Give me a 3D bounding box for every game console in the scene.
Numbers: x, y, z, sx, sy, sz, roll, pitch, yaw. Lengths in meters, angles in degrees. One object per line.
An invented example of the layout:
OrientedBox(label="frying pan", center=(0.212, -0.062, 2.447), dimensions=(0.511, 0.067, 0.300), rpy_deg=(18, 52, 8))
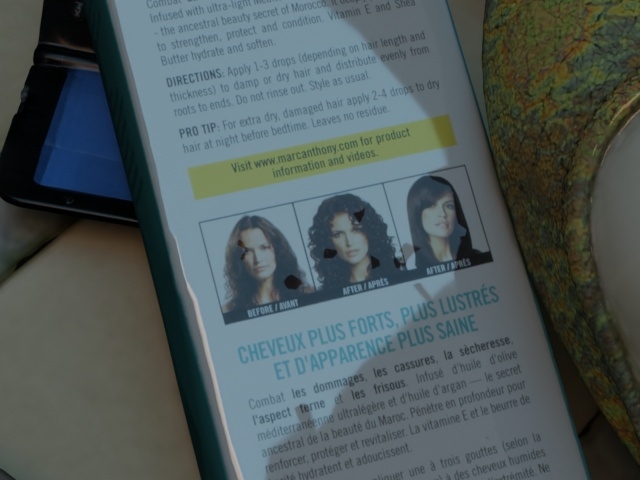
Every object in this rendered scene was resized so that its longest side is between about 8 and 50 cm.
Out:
OrientedBox(label="game console", center=(-0.038, -0.062, 0.441), dimensions=(0.122, 0.071, 0.107), rpy_deg=(10, 106, -5))

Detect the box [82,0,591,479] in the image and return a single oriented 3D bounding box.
OrientedBox(label="box", center=(0.000, 0.000, 0.390), dimensions=(0.100, 0.060, 0.244), rpy_deg=(-12, 80, -15))

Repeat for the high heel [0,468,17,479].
OrientedBox(label="high heel", center=(-0.187, 0.116, 0.340), dimensions=(0.377, 0.181, 0.127), rpy_deg=(38, 22, -3))

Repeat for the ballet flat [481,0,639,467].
OrientedBox(label="ballet flat", center=(0.136, 0.061, 0.323), dimensions=(0.123, 0.123, 0.349), rpy_deg=(-19, 87, -18))
